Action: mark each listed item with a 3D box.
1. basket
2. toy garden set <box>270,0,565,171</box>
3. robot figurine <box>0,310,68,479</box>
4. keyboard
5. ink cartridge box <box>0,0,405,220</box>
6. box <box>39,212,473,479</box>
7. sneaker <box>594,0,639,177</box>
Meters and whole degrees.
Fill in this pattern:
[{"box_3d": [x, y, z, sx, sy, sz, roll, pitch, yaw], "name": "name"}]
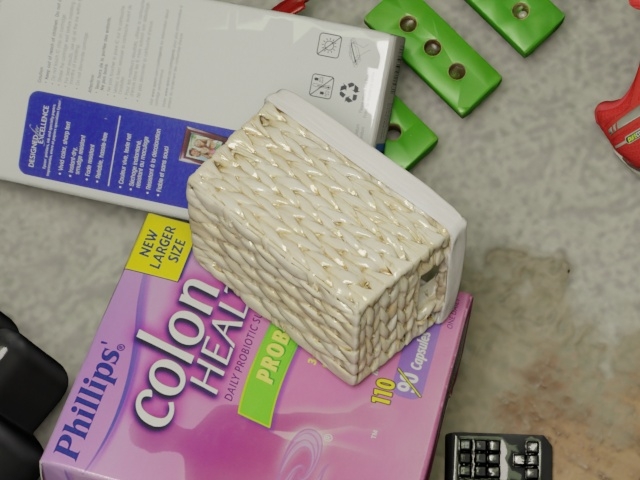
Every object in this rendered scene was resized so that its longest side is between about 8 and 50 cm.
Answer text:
[{"box_3d": [0.000, 0.000, 1.071, 0.167, 0.113, 0.103, 38, 64, 23], "name": "basket"}, {"box_3d": [0.077, -0.198, 1.258, 0.244, 0.049, 0.204, -44, 80, -5], "name": "toy garden set"}, {"box_3d": [-0.308, 0.164, 1.138, 0.278, 0.209, 0.173, -48, 114, -7], "name": "robot figurine"}, {"box_3d": [0.113, 0.229, 1.170, 0.108, 0.023, 0.180, 1, 77, 5], "name": "keyboard"}, {"box_3d": [-0.114, -0.103, 1.211, 0.333, 0.065, 0.165, 13, 98, 10], "name": "ink cartridge box"}, {"box_3d": [-0.039, 0.121, 1.118, 0.243, 0.117, 0.213, 14, 54, 8], "name": "box"}, {"box_3d": [0.279, -0.163, 1.147, 0.118, 0.107, 0.279, 42, 124, 22], "name": "sneaker"}]
